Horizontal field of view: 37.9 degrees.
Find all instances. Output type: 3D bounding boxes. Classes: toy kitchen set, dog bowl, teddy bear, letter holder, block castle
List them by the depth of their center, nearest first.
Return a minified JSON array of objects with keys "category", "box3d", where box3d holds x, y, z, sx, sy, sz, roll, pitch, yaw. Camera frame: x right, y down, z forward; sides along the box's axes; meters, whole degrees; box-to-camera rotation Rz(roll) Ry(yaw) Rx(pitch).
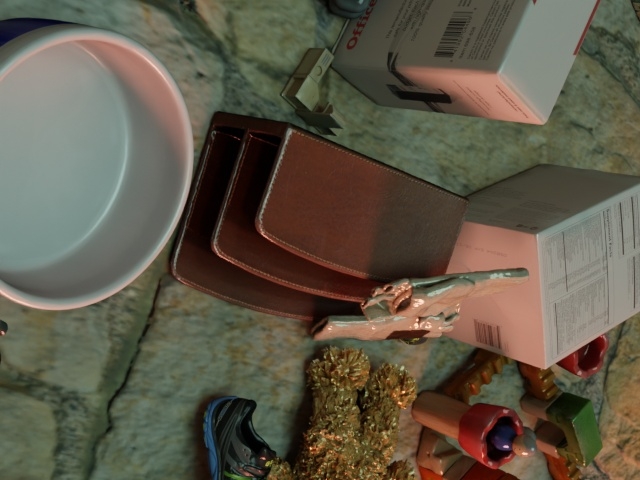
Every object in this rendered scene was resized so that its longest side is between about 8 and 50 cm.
[{"category":"dog bowl","box3d":[-0.252,-0.074,0.886,0.265,0.104,0.265,-24,123,-43]},{"category":"letter holder","box3d":[0.000,0.000,1.113,0.301,0.152,0.214,18,90,-40]},{"category":"toy kitchen set","box3d":[0.014,-0.179,1.137,0.083,0.068,0.075,40,74,-37]},{"category":"teddy bear","box3d":[0.024,0.307,1.223,0.245,0.113,0.338,44,71,-34]},{"category":"block castle","box3d":[0.347,0.364,1.429,0.303,0.212,0.453,-35,120,-28]}]

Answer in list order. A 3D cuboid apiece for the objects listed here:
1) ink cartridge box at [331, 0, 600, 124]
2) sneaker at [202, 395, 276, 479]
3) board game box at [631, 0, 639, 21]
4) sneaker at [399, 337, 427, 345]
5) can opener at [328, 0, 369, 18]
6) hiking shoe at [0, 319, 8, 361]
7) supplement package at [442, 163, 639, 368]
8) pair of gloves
[{"category":"ink cartridge box","box3d":[0.170,-0.260,1.116,0.114,0.272,0.197,34,78,-42]},{"category":"sneaker","box3d":[-0.089,0.278,1.110,0.067,0.078,0.188,16,63,-76]},{"category":"board game box","box3d":[0.623,-0.359,1.619,0.136,0.030,0.260,-52,126,-21]},{"category":"sneaker","box3d":[0.126,0.133,1.315,0.083,0.035,0.031,19,88,-40]},{"category":"can opener","box3d":[0.050,-0.413,1.129,0.093,0.074,0.280,10,92,-5]},{"category":"hiking shoe","box3d":[-0.392,0.194,0.846,0.113,0.132,0.304,26,83,-39]},{"category":"supplement package","box3d":[0.323,0.026,1.345,0.262,0.199,0.198,-22,113,-34]},{"category":"pair of gloves","box3d":[0.120,0.089,1.158,0.204,0.240,0.042,-3,71,-29]}]
